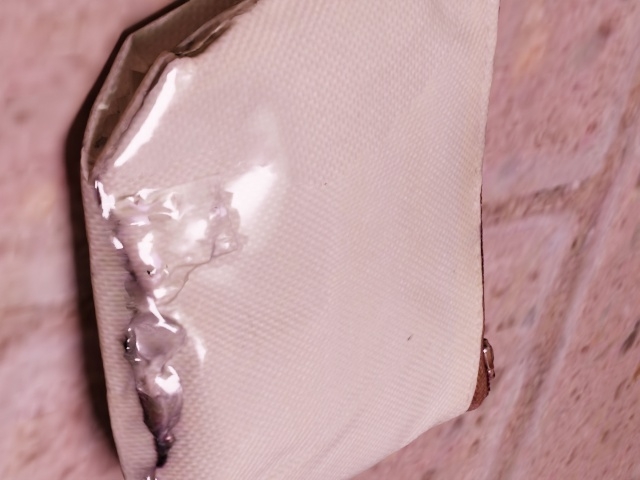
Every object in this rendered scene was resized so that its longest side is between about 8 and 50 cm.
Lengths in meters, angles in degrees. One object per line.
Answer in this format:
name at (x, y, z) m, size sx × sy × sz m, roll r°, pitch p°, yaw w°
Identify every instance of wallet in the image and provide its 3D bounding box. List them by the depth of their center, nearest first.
wallet at (0.003, 0.001, 0.649) m, size 0.274 × 0.068 × 0.335 m, roll -30°, pitch 132°, yaw -40°
